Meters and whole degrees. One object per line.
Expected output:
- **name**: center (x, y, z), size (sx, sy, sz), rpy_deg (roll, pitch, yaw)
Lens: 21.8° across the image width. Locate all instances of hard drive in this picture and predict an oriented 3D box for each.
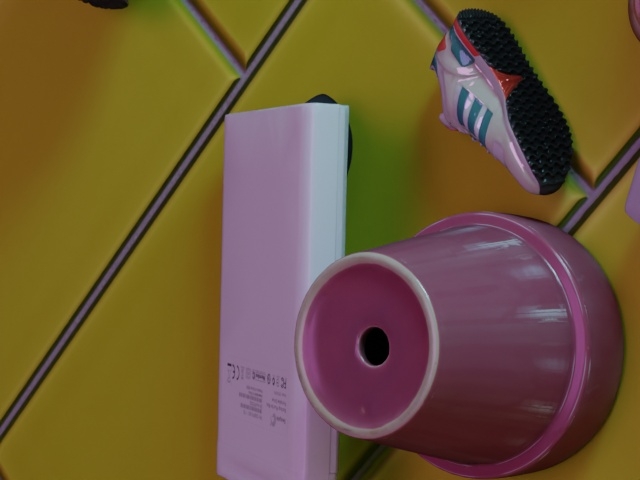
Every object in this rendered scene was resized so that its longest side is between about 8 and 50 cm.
- **hard drive**: center (-0.034, 0.049, 1.337), size (0.203, 0.040, 0.307), rpy_deg (-176, 88, -68)

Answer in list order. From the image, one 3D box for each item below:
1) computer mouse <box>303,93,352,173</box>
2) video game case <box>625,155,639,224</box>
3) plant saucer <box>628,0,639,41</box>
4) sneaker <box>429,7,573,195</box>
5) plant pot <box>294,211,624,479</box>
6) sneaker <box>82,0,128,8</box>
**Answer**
- **computer mouse**: center (0.000, 0.000, 1.372), size (0.071, 0.041, 0.242), rpy_deg (-153, 66, -63)
- **video game case**: center (0.331, -0.059, 0.988), size (0.300, 0.036, 0.329), rpy_deg (42, 142, 32)
- **plant saucer**: center (0.251, -0.171, 1.177), size (0.083, 0.015, 0.083), rpy_deg (-2, 87, 41)
- **sneaker**: center (0.132, -0.093, 1.258), size (0.075, 0.057, 0.161), rpy_deg (-49, 59, 47)
- **plant pot**: center (0.087, 0.074, 1.198), size (0.201, 0.180, 0.201), rpy_deg (-3, 85, 41)
- **sneaker**: center (-0.255, -0.369, 1.576), size (0.182, 0.158, 0.410), rpy_deg (-45, 53, -7)
